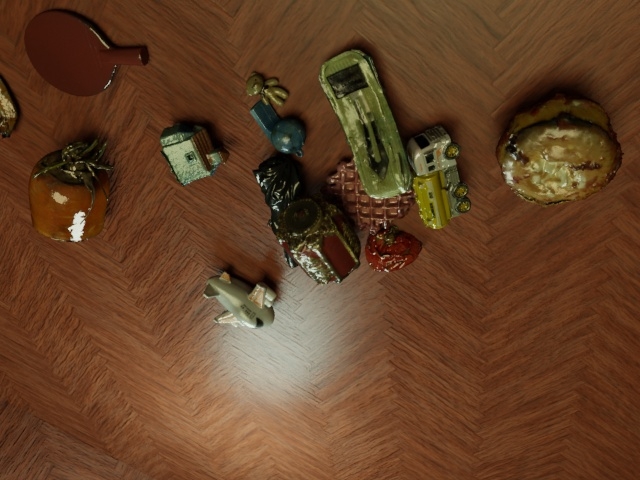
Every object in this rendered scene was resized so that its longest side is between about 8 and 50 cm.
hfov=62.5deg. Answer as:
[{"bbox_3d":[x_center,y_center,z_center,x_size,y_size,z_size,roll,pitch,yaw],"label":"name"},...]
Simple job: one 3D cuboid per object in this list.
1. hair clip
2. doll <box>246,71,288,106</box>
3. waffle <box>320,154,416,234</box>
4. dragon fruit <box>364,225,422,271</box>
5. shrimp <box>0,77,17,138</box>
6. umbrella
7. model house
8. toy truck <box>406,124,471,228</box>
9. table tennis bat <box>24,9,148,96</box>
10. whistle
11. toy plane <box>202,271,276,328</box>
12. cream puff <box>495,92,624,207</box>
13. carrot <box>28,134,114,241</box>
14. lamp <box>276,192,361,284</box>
[{"bbox_3d":[0.112,-0.252,1.153,0.138,0.091,0.321,-11,107,40],"label":"hair clip"},{"bbox_3d":[-0.122,-0.342,1.194,0.093,0.051,0.061,18,108,-28],"label":"doll"},{"bbox_3d":[0.127,-0.121,1.289,0.221,0.055,0.234,39,126,-18],"label":"waffle"},{"bbox_3d":[0.175,0.026,1.382,0.162,0.083,0.106,-15,120,28],"label":"dragon fruit"},{"bbox_3d":[-0.920,-0.346,1.384,0.290,0.054,0.222,-28,116,23],"label":"shrimp"},{"bbox_3d":[-0.092,-0.064,1.362,0.118,0.118,0.340,3,129,12],"label":"umbrella"},{"bbox_3d":[-0.293,-0.222,1.293,0.149,0.119,0.148,-11,124,11],"label":"model house"},{"bbox_3d":[0.263,-0.137,1.192,0.114,0.098,0.227,-19,123,4],"label":"toy truck"},{"bbox_3d":[-0.550,-0.432,1.230,0.310,0.038,0.200,5,129,12],"label":"table tennis bat"},{"bbox_3d":[-0.085,-0.257,1.218,0.090,0.090,0.158,-20,120,28],"label":"whistle"},{"bbox_3d":[-0.244,0.190,1.599,0.245,0.117,0.244,7,128,9],"label":"toy plane"},{"bbox_3d":[0.481,-0.188,1.075,0.240,0.164,0.240,14,145,10],"label":"cream puff"},{"bbox_3d":[-0.665,-0.127,1.397,0.193,0.214,0.331,6,131,-25],"label":"carrot"},{"bbox_3d":[0.000,0.000,1.315,0.177,0.177,0.274,-7,150,20],"label":"lamp"}]
